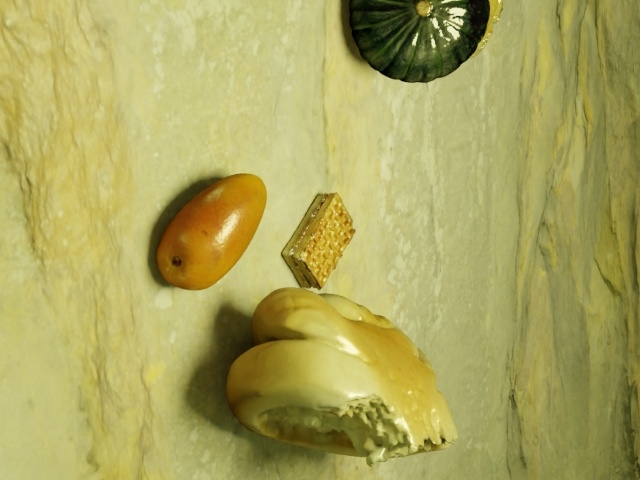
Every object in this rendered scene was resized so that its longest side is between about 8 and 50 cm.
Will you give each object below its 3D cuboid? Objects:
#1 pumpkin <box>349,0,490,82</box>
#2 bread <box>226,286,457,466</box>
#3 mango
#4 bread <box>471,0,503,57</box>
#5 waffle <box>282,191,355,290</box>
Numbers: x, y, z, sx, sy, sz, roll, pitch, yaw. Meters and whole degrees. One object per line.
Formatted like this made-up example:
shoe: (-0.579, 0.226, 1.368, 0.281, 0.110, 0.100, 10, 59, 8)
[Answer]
pumpkin: (0.164, -0.393, 1.980, 0.250, 0.216, 0.250, 0, 90, -17)
bread: (0.049, 0.224, 1.840, 0.424, 0.329, 0.245, 31, 72, -48)
mango: (-0.146, -0.017, 1.697, 0.217, 0.102, 0.141, -52, 143, -32)
bread: (0.252, -0.450, 2.155, 0.174, 0.121, 0.245, 29, 79, -39)
waffle: (0.000, 0.000, 1.967, 0.148, 0.042, 0.102, -60, 139, -28)
